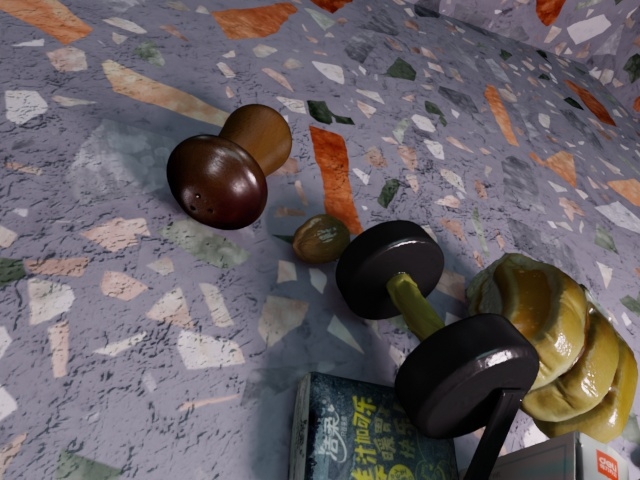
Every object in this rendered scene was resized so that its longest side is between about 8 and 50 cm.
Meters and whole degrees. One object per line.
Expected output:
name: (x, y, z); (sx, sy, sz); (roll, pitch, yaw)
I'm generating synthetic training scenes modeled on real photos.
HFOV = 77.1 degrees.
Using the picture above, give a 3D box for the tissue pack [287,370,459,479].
tissue pack: (0.086, 0.320, 0.619); (0.257, 0.081, 0.185); (16, 49, -15)

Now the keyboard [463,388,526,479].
keyboard: (0.234, 0.297, 0.562); (0.064, 0.198, 0.010); (14, 9, -35)

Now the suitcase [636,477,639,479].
suitcase: (0.386, 0.485, 0.464); (0.194, 0.351, 0.339); (21, 45, 23)

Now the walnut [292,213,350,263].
walnut: (0.000, 0.000, 0.812); (0.124, 0.105, 0.105); (-11, 61, -32)

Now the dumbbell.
dumbbell: (0.170, 0.128, 0.669); (0.204, 0.203, 0.322); (2, 35, -25)

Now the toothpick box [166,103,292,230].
toothpick box: (-0.166, -0.152, 0.796); (0.192, 0.192, 0.294); (28, 41, -4)

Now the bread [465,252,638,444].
bread: (0.455, 0.205, 0.766); (0.341, 0.210, 0.300); (52, 30, -2)

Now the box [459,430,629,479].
box: (0.287, 0.373, 0.550); (0.079, 0.269, 0.135); (31, 45, 3)
